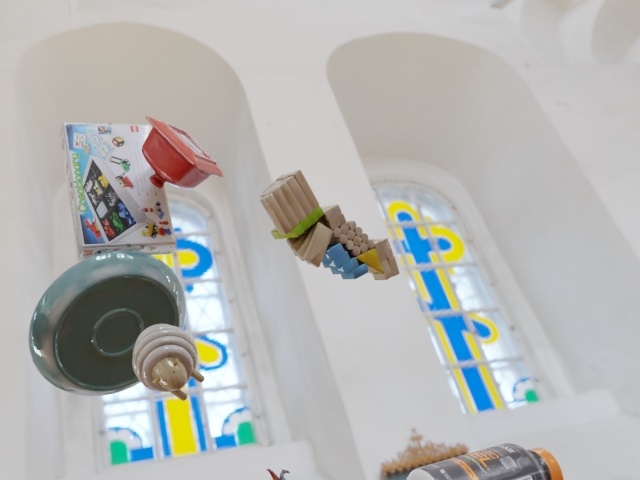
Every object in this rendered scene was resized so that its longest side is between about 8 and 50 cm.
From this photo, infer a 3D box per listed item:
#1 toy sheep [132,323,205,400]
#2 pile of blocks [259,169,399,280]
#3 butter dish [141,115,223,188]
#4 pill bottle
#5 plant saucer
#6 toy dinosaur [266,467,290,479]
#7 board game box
[{"bbox_3d":[-0.197,0.150,0.985,0.091,0.132,0.091,-9,-68,-23],"label":"toy sheep"},{"bbox_3d":[0.000,0.000,1.597,0.362,0.149,0.112,36,-23,-28],"label":"pile of blocks"},{"bbox_3d":[-0.300,-0.157,1.570,0.118,0.160,0.160,-48,-13,8],"label":"butter dish"},{"bbox_3d":[0.268,0.401,1.232,0.245,0.130,0.130,-7,-37,-26],"label":"pill bottle"},{"bbox_3d":[-0.400,0.173,1.501,0.317,0.043,0.318,-16,-59,-29],"label":"plant saucer"},{"bbox_3d":[-0.076,0.482,1.479,0.090,0.082,0.047,16,-13,-21],"label":"toy dinosaur"},{"bbox_3d":[-0.425,-0.109,1.611,0.192,0.305,0.053,-2,-28,-28],"label":"board game box"}]
